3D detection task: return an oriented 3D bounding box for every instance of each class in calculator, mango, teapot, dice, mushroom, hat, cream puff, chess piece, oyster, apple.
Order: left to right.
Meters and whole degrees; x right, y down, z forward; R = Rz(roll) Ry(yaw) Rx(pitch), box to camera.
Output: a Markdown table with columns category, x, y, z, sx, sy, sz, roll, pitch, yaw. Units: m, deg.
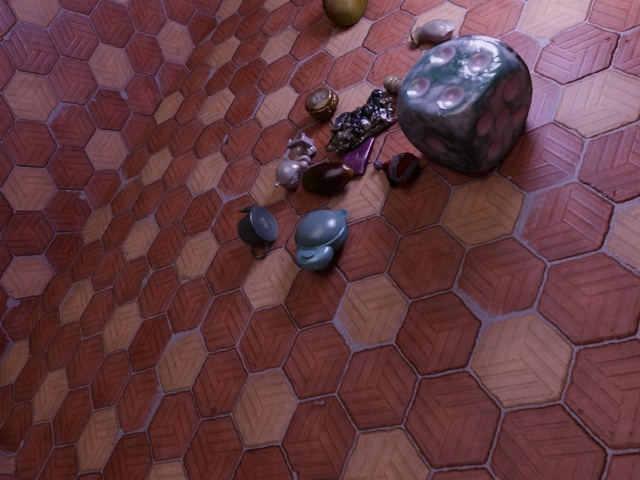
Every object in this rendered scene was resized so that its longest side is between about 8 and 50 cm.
| category | x | y | z | sx | sy | sz | roll | pitch | yaw |
| --- | --- | --- | --- | --- | --- | --- | --- | --- | --- |
| teapot | -0.287 | -0.037 | 1.996 | 0.149 | 0.162 | 0.239 | -25 | 81 | 31 |
| cream puff | 0.009 | -0.632 | 2.166 | 0.165 | 0.115 | 0.150 | 6 | 73 | 26 |
| mango | 0.019 | -0.256 | 1.938 | 0.268 | 0.111 | 0.133 | -6 | 87 | 41 |
| apple | 0.130 | -1.227 | 2.392 | 0.261 | 0.194 | 0.260 | -17 | 53 | 24 |
| oyster | 0.152 | -0.519 | 2.008 | 0.361 | 0.096 | 0.221 | -32 | 40 | 5 |
| calculator | 0.152 | -0.357 | 1.961 | 0.127 | 0.034 | 0.190 | 2 | 64 | 37 |
| hat | 0.276 | -0.273 | 1.796 | 0.227 | 0.129 | 0.140 | 20 | 92 | 58 |
| chess piece | 0.335 | -0.655 | 1.987 | 0.094 | 0.094 | 0.170 | -50 | 40 | -2 |
| mushroom | 0.490 | -0.906 | 2.029 | 0.213 | 0.088 | 0.096 | 8 | 101 | 43 |
| dice | 0.490 | -0.460 | 1.596 | 0.328 | 0.330 | 0.348 | 35 | 87 | 41 |

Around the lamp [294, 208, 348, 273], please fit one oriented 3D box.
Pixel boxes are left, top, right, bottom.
| category | x | y | z | sx | sy | sz | roll | pitch | yaw |
| --- | --- | --- | --- | --- | --- | --- | --- | --- | --- |
| lamp | -0.005 | -0.007 | 1.778 | 0.210 | 0.147 | 0.283 | -4 | 62 | 30 |

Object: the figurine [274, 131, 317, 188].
| category | x | y | z | sx | sy | sz | roll | pitch | yaw |
| --- | --- | --- | --- | --- | --- | --- | --- | --- | --- |
| figurine | -0.116 | -0.333 | 2.052 | 0.182 | 0.144 | 0.256 | 7 | 69 | 36 |
